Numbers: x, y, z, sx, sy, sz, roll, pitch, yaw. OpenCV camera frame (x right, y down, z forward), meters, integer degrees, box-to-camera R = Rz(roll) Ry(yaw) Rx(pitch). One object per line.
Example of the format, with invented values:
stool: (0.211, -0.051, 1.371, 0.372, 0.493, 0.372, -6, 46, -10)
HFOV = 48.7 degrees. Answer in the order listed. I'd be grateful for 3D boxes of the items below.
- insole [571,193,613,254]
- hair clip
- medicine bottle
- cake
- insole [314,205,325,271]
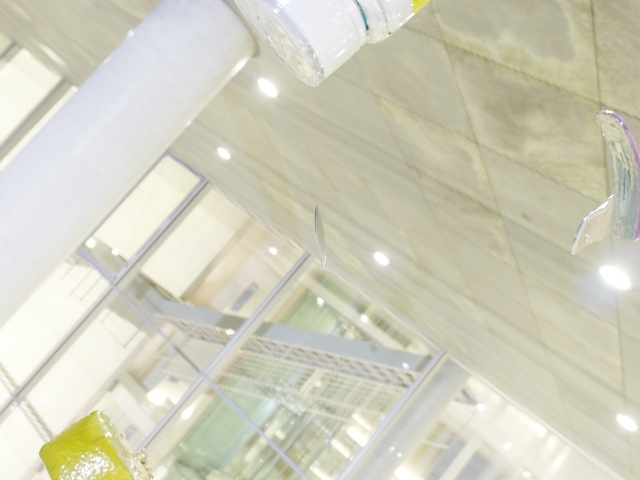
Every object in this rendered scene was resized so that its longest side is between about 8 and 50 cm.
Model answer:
insole: (0.457, -0.030, 1.151, 0.011, 0.081, 0.248, 24, -152, 31)
hair clip: (0.305, -0.066, 0.718, 0.054, 0.022, 0.137, -138, 33, -75)
medicine bottle: (0.051, -0.269, 0.637, 0.143, 0.258, 0.143, 49, 177, 4)
cake: (-0.373, 0.421, 1.232, 0.179, 0.156, 0.260, 45, 162, 26)
insole: (0.000, 0.000, 0.855, 0.002, 0.053, 0.152, 0, 162, 5)
